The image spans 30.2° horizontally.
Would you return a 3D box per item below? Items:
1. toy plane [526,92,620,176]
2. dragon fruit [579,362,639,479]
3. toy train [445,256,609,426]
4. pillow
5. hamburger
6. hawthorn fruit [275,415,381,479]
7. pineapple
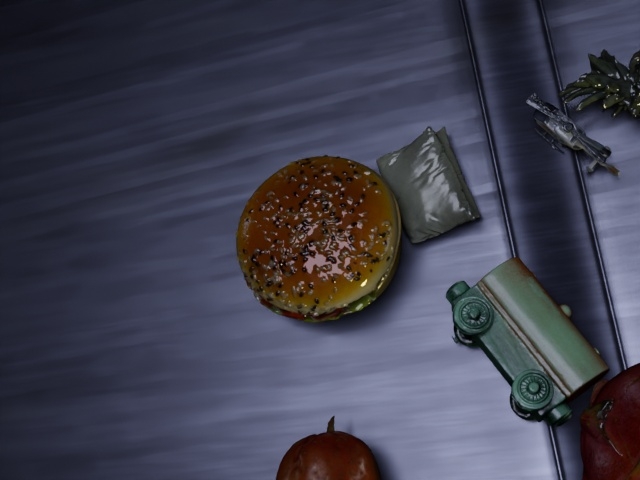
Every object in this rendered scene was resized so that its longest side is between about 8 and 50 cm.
[{"bbox_3d":[0.422,-0.170,1.983,0.197,0.078,0.053,43,89,7],"label":"toy plane"},{"bbox_3d":[0.497,0.301,1.757,0.250,0.250,0.315,13,122,19],"label":"dragon fruit"},{"bbox_3d":[0.332,0.159,1.917,0.177,0.116,0.285,-35,68,-6],"label":"toy train"},{"bbox_3d":[0.185,-0.090,2.035,0.134,0.078,0.181,-27,75,16],"label":"pillow"},{"bbox_3d":[0.000,0.000,2.014,0.300,0.176,0.300,-4,76,18],"label":"hamburger"},{"bbox_3d":[0.015,0.380,1.921,0.179,0.179,0.200,-2,73,17],"label":"hawthorn fruit"},{"bbox_3d":[0.564,-0.241,1.925,0.340,0.169,0.169,2,77,24],"label":"pineapple"}]
